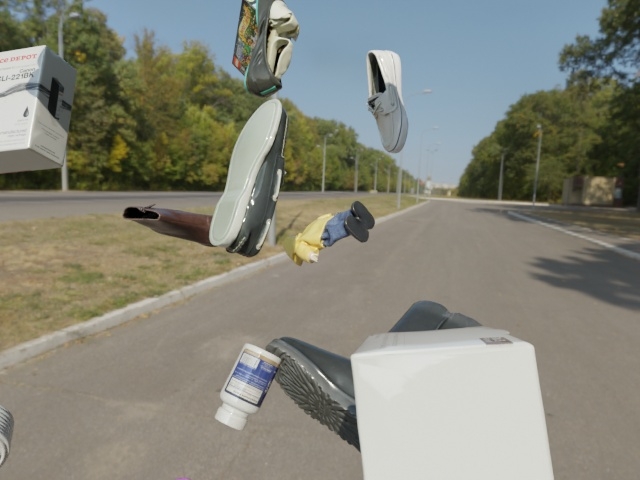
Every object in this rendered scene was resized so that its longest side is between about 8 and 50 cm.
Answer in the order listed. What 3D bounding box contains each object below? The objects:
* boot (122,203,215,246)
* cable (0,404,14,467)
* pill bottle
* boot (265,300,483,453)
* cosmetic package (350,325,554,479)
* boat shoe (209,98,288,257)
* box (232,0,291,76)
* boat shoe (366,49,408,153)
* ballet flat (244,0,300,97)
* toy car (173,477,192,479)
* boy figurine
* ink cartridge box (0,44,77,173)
[{"bbox_3d":[-0.363,-0.039,1.236,0.248,0.090,0.207,8,-3,17],"label":"boot"},{"bbox_3d":[-0.825,0.455,1.022,0.257,0.257,0.089,46,5,-45],"label":"cable"},{"bbox_3d":[-0.115,0.228,0.728,0.067,0.120,0.067,23,-18,8],"label":"pill bottle"},{"bbox_3d":[0.144,0.260,1.129,0.367,0.146,0.445,35,46,24],"label":"boot"},{"bbox_3d":[0.130,0.282,0.445,0.156,0.385,0.217,-8,-10,9],"label":"cosmetic package"},{"bbox_3d":[-0.118,-0.117,0.886,0.091,0.302,0.114,27,-10,-40],"label":"boat shoe"},{"bbox_3d":[-0.171,-0.543,1.320,0.044,0.159,0.233,-39,-10,-30],"label":"box"},{"bbox_3d":[0.155,-0.347,1.174,0.084,0.258,0.095,-5,-4,-32],"label":"boat shoe"},{"bbox_3d":[-0.097,-0.449,1.043,0.096,0.280,0.095,0,-12,27],"label":"ballet flat"},{"bbox_3d":[-0.270,0.509,0.850,0.159,0.136,0.182,1,-17,19],"label":"toy car"},{"bbox_3d":[0.000,0.000,1.210,0.285,0.092,0.177,-27,26,41],"label":"boy figurine"},{"bbox_3d":[-0.726,-0.315,1.131,0.197,0.273,0.114,-4,-16,11],"label":"ink cartridge box"}]
